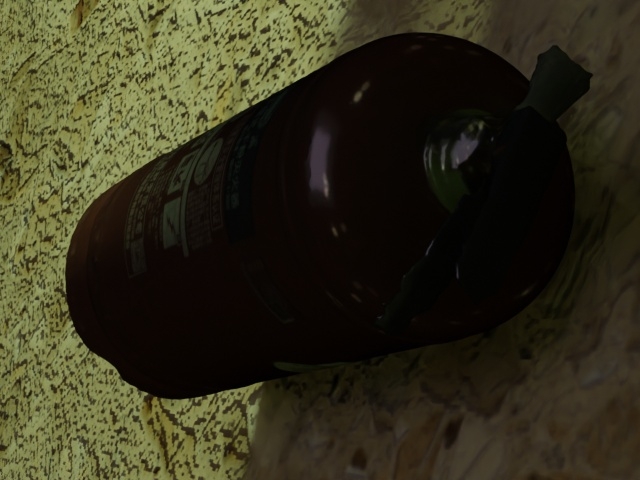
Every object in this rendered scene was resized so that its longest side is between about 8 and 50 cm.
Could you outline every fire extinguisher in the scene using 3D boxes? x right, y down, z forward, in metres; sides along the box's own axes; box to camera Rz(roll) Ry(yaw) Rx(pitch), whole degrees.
[{"bbox_3d":[0.000,0.000,0.707,0.135,0.114,0.337,-57,17,-25],"label":"fire extinguisher"}]
